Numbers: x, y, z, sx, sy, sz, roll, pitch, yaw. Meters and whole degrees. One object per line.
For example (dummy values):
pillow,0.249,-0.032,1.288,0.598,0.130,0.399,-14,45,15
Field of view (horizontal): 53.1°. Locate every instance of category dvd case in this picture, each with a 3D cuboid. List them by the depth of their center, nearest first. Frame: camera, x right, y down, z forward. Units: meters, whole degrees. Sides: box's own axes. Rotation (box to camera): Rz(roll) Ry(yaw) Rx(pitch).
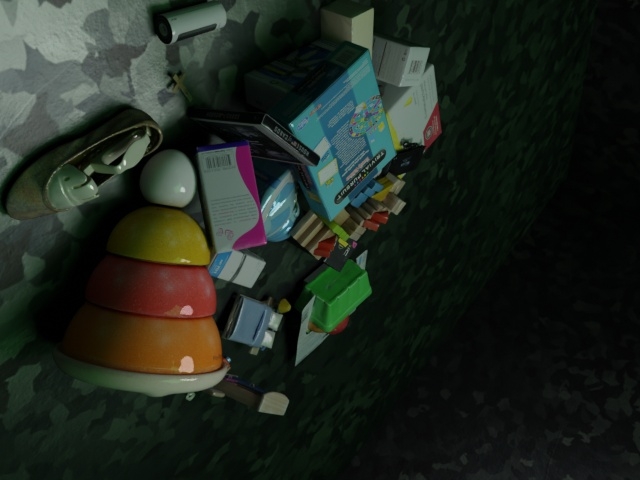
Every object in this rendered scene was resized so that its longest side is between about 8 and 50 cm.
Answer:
dvd case,-0.138,-0.217,1.335,0.179,0.238,0.030,32,77,-46

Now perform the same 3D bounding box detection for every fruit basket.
fruit basket,0.026,0.221,2.115,0.327,0.165,0.353,-40,159,-31

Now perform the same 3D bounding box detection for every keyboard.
keyboard,0.238,-0.236,1.811,0.180,0.023,0.108,-24,141,-47

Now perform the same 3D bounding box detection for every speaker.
speaker,-0.246,-0.418,1.222,0.136,0.055,0.055,-34,140,-39

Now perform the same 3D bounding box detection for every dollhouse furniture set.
dollhouse furniture set,-0.179,0.282,1.731,0.286,0.198,0.304,36,72,-59

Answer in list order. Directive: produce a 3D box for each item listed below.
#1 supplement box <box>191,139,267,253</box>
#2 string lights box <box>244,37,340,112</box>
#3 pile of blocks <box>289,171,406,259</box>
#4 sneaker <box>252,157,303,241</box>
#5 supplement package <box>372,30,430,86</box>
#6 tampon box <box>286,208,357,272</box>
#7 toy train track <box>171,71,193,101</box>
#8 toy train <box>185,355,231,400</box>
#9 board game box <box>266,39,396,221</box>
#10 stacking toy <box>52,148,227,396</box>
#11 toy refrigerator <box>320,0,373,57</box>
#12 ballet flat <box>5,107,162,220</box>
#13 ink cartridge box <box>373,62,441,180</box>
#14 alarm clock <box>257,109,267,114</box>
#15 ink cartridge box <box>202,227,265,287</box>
supplement box,-0.195,-0.089,1.356,0.111,0.114,0.220,-10,92,-17
string lights box,-0.037,-0.377,1.487,0.259,0.133,0.077,-37,142,-34
pile of blocks,0.097,-0.070,1.682,0.362,0.112,0.149,-34,145,-18
sneaker,-0.090,-0.135,1.629,0.319,0.127,0.208,-54,149,8
supplement package,0.174,-0.477,1.673,0.105,0.179,0.105,-18,130,-49
tampon box,0.000,0.000,1.836,0.102,0.161,0.120,-59,150,-2
toy train track,-0.283,-0.310,1.299,0.048,0.014,0.083,-61,156,-14
toy train,-0.314,0.383,1.805,0.166,0.046,0.125,-45,146,-25
board game box,0.039,-0.243,1.482,0.254,0.079,0.336,-45,144,-16
stacking toy,-0.335,0.052,1.325,0.350,0.350,0.481,12,87,-58
toy refrigerator,0.068,-0.454,1.613,0.094,0.102,0.270,-37,142,-34
ballet flat,-0.415,-0.134,1.157,0.316,0.106,0.108,-45,147,-24
ink cartridge box,0.166,-0.301,1.829,0.385,0.160,0.279,-48,147,-19
alarm clock,-0.095,-0.277,1.489,0.192,0.129,0.064,-40,144,-35
ink cartridge box,-0.242,0.035,1.523,0.082,0.139,0.190,-61,150,0
